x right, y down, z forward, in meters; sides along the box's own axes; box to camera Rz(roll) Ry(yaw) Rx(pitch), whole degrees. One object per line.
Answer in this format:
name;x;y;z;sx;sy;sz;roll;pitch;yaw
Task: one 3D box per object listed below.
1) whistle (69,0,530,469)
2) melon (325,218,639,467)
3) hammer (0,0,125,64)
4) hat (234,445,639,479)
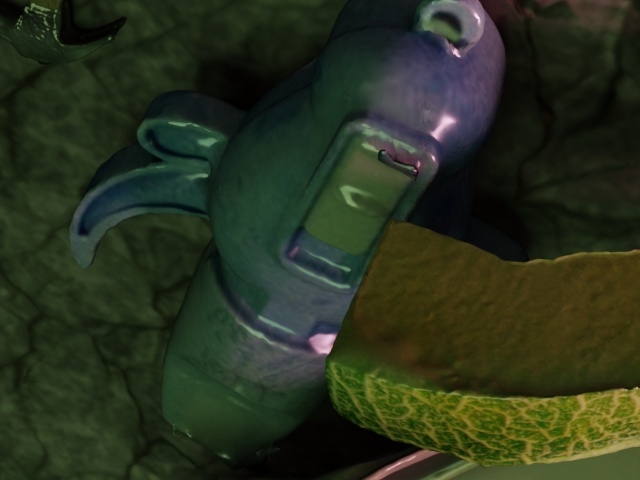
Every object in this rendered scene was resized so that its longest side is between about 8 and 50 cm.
whistle;0.000;0.000;0.727;0.180;0.093;0.269;26;137;-7
melon;0.100;0.016;0.622;0.210;0.118;0.064;-11;140;-5
hammer;-0.093;-0.141;0.700;0.062;0.017;0.182;21;129;6
hat;0.031;0.161;0.797;0.275;0.161;0.232;-32;116;12
